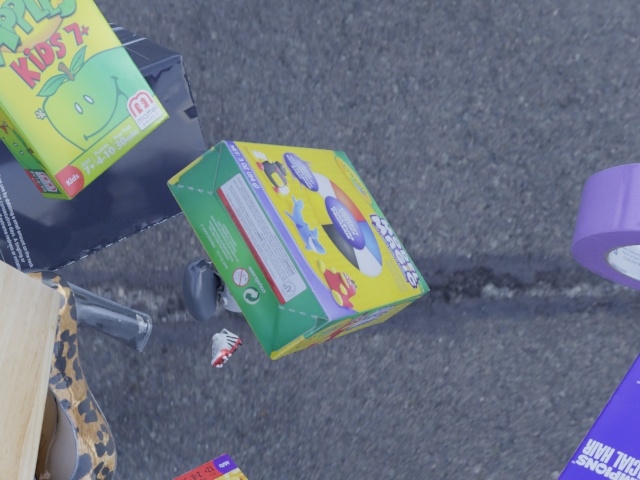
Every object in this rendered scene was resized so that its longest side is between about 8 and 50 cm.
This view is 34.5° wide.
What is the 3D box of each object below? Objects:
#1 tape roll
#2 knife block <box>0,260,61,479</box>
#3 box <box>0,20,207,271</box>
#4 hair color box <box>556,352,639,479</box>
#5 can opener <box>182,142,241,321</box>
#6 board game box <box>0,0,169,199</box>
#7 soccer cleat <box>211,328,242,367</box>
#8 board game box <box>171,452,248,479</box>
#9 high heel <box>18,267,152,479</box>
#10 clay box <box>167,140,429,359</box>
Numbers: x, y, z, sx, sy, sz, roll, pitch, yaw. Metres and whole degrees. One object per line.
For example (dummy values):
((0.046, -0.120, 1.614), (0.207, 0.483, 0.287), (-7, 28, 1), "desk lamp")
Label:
((0.457, -0.003, 1.280), (0.275, 0.275, 0.090), (15, 75, -1), "tape roll")
((-0.187, 0.123, 0.480), (0.088, 0.242, 0.275), (33, 69, -26), "knife block")
((-0.341, -0.113, 1.158), (0.312, 0.179, 0.343), (-26, 33, -24), "box")
((0.343, 0.230, 1.065), (0.110, 0.185, 0.339), (22, 52, 30), "hair color box")
((-0.145, 0.002, 1.452), (0.076, 0.283, 0.095), (29, 46, 26), "can opener")
((-0.185, -0.125, 0.651), (0.092, 0.043, 0.181), (-45, 119, -25), "board game box")
((-0.129, 0.139, 1.337), (0.035, 0.029, 0.083), (40, 22, 2), "soccer cleat")
((-0.086, 0.316, 1.018), (0.193, 0.045, 0.147), (48, 25, 15), "board game box")
((-0.267, 0.160, 0.937), (0.093, 0.186, 0.261), (10, 78, 38), "high heel")
((0.000, 0.000, 0.699), (0.053, 0.222, 0.127), (-35, 80, 22), "clay box")
